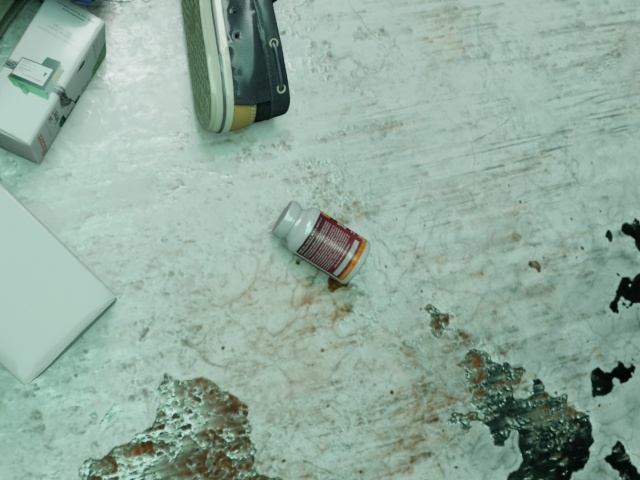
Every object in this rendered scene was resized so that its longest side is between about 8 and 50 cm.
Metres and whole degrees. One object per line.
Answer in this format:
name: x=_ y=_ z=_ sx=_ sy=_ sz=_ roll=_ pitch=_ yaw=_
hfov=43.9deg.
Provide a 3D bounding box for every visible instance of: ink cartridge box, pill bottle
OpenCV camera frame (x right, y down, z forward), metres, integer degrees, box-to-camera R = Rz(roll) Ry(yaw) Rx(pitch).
ink cartridge box: x=-0.417 y=-0.237 z=1.196 sx=0.093 sy=0.160 sz=0.219 roll=28 pitch=79 yaw=-10
pill bottle: x=0.000 y=0.000 z=1.317 sx=0.152 sy=0.086 sz=0.086 roll=32 pitch=78 yaw=-10

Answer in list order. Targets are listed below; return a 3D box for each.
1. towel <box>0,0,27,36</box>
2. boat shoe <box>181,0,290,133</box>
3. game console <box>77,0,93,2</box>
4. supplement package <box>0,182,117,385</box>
towel: x=-0.565 y=-0.399 z=1.232 sx=0.187 sy=0.049 sz=0.282 roll=31 pitch=77 yaw=-8
boat shoe: x=-0.137 y=-0.424 z=1.282 sx=0.156 sy=0.187 sz=0.499 roll=-6 pitch=91 yaw=-20
game console: x=-0.442 y=-0.471 z=1.157 sx=0.293 sy=0.173 sz=0.250 roll=16 pitch=80 yaw=-12
supplement package: x=-0.460 y=0.044 z=1.146 sx=0.293 sy=0.177 sz=0.175 roll=45 pitch=75 yaw=-6
